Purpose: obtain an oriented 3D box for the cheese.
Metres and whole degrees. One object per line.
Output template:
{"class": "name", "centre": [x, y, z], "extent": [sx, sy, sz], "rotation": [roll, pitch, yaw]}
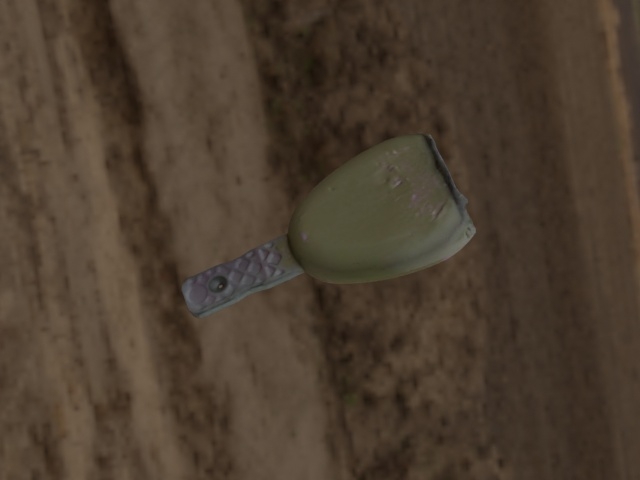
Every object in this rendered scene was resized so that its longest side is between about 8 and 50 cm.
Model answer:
{"class": "cheese", "centre": [0.000, 0.000, 0.979], "extent": [0.037, 0.192, 0.097], "rotation": [63, 5, -55]}
